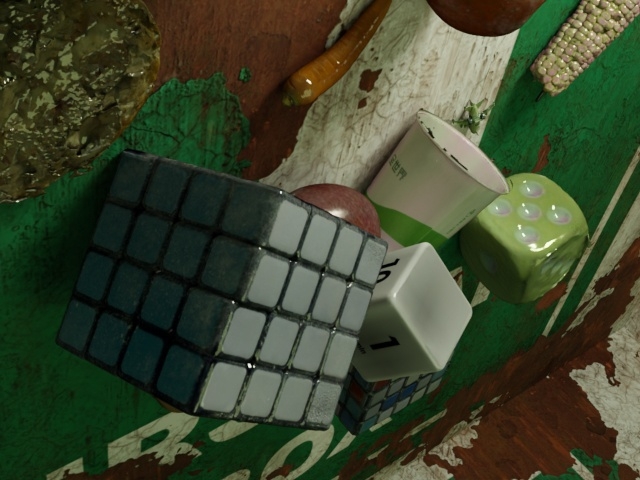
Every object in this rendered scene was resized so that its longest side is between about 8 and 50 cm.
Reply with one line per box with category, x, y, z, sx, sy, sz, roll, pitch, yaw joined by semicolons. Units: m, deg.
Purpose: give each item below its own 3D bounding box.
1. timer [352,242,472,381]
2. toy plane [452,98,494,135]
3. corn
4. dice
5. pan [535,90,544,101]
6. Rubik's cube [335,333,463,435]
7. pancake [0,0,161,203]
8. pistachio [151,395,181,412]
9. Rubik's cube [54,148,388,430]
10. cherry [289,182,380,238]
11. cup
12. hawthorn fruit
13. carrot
timer;0.153;0.145;1.725;0.195;0.194;0.192;-19;-157;43
toy plane;0.341;-0.270;1.930;0.102;0.040;0.111;-21;145;-2
corn;0.602;-0.468;1.922;0.335;0.126;0.127;-52;149;17
dice;0.530;-0.001;2.277;0.250;0.254;0.252;-30;148;-17
pan;0.556;-0.374;2.072;0.068;0.023;0.115;1;127;-52
Rubik's cube;0.125;0.226;2.037;0.293;0.287;0.291;-24;144;-31
pancake;-0.387;-0.198;1.123;0.382;0.071;0.382;-30;148;-21
pistachio;-0.235;0.239;1.756;0.261;0.162;0.213;-32;-179;-24
Rubik's cube;-0.147;0.083;1.380;0.344;0.345;0.337;23;83;-52
cherry;0.000;0.000;1.693;0.285;0.213;0.236;17;99;-50
cup;0.216;-0.097;1.816;0.274;0.253;0.253;-49;150;21
hawthorn fruit;0.265;-0.465;1.450;0.235;0.263;0.231;-60;-177;41
carrot;0.035;-0.321;1.493;0.271;0.066;0.062;-42;-167;-8
